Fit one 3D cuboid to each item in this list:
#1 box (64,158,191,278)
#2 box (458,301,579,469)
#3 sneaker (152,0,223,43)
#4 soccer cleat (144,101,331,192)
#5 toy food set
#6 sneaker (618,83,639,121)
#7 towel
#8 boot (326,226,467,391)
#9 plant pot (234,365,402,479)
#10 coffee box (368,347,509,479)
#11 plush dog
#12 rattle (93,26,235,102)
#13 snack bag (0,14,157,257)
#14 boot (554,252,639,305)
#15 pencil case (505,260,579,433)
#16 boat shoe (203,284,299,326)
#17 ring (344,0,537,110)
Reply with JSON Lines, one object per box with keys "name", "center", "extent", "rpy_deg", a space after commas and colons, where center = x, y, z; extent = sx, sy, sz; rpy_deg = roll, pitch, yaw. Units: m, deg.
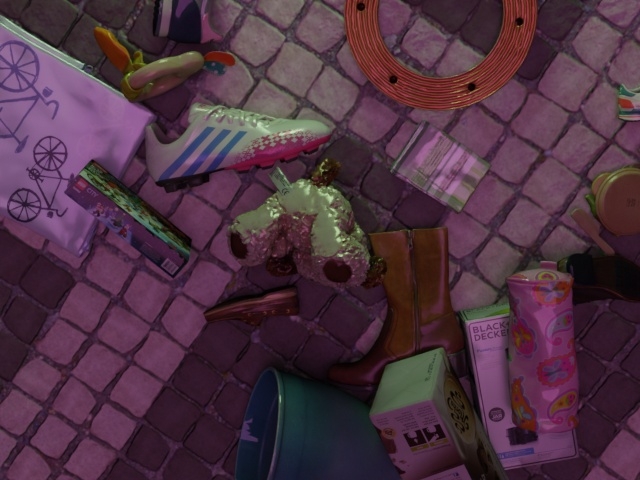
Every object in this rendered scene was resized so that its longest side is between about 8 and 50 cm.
{"name": "box", "center": [-0.328, -0.041, 1.688], "extent": [0.233, 0.159, 0.044], "rpy_deg": [40, 97, -13]}
{"name": "box", "center": [0.359, 0.259, 1.766], "extent": [0.169, 0.087, 0.289], "rpy_deg": [-9, 98, 3]}
{"name": "sneaker", "center": [-0.198, -0.496, 1.674], "extent": [0.131, 0.112, 0.318], "rpy_deg": [11, 102, -17]}
{"name": "soccer cleat", "center": [-0.152, -0.185, 1.700], "extent": [0.332, 0.116, 0.143], "rpy_deg": [-14, 98, 4]}
{"name": "toy food set", "center": [0.546, -0.074, 1.741], "extent": [0.192, 0.038, 0.132], "rpy_deg": [-43, 103, 2]}
{"name": "sneaker", "center": [0.600, -0.255, 1.697], "extent": [0.161, 0.057, 0.075], "rpy_deg": [-9, 104, 6]}
{"name": "towel", "center": [0.216, -0.131, 1.745], "extent": [0.152, 0.023, 0.113], "rpy_deg": [33, 99, -3]}
{"name": "boot", "center": [0.119, 0.123, 1.752], "extent": [0.264, 0.096, 0.280], "rpy_deg": [-10, 91, 19]}
{"name": "plant pot", "center": [0.006, 0.379, 1.717], "extent": [0.255, 0.271, 0.271], "rpy_deg": [13, 99, -14]}
{"name": "coffee box", "center": [0.208, 0.359, 1.653], "extent": [0.119, 0.168, 0.297], "rpy_deg": [-21, 106, 22]}
{"name": "plush dog", "center": [0.000, 0.000, 1.686], "extent": [0.263, 0.225, 0.210], "rpy_deg": [12, 61, 23]}
{"name": "rattle", "center": [-0.269, -0.331, 1.697], "extent": [0.200, 0.130, 0.142], "rpy_deg": [-27, 70, -3]}
{"name": "snack bag", "center": [-0.503, -0.182, 1.751], "extent": [0.343, 0.037, 0.323], "rpy_deg": [29, 98, -6]}
{"name": "boot", "center": [0.492, 0.074, 1.751], "extent": [0.219, 0.106, 0.082], "rpy_deg": [15, 68, -26]}
{"name": "pencil case", "center": [0.379, 0.182, 1.653], "extent": [0.124, 0.124, 0.284], "rpy_deg": [-4, 97, 2]}
{"name": "boat shoe", "center": [-0.124, 0.130, 1.772], "extent": [0.178, 0.064, 0.060], "rpy_deg": [-13, 96, 1]}
{"name": "ring", "center": [0.210, -0.396, 1.702], "extent": [0.337, 0.032, 0.336], "rpy_deg": [0, 98, 3]}
